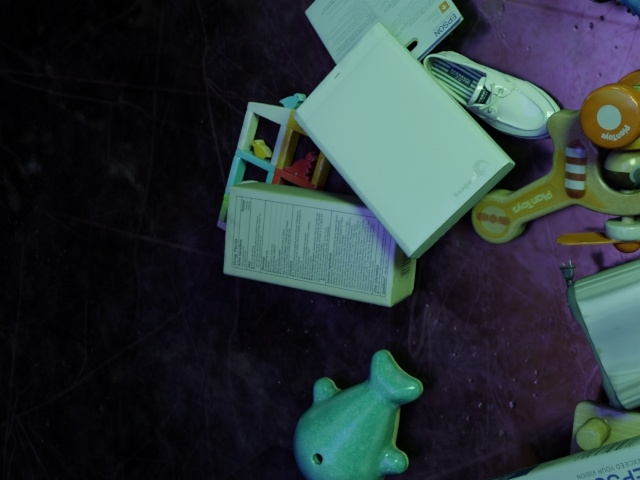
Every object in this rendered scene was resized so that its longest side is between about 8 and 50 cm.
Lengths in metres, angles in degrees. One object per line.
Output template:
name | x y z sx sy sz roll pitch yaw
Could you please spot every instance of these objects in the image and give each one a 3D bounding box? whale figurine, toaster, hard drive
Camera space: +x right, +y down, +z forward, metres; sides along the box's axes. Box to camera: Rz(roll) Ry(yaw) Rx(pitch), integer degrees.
whale figurine | 0.056 0.315 1.416 0.216 0.141 0.272 44 117 22
toaster | 0.438 0.110 1.140 0.146 0.129 0.227 -26 80 30
hard drive | 0.116 -0.153 1.266 0.203 0.040 0.307 -46 67 18

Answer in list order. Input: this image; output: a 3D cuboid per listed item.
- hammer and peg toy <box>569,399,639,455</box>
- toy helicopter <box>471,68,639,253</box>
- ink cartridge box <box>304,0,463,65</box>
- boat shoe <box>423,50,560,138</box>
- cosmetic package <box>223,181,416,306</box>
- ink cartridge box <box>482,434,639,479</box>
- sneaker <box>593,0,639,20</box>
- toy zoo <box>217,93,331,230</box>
hammer and peg toy | 0.509 0.382 1.125 0.361 0.127 0.265 11 102 33
toy helicopter | 0.368 -0.067 1.185 0.355 0.140 0.235 -29 89 44
ink cartridge box | 0.104 -0.356 1.339 0.223 0.045 0.224 -40 67 31
boat shoe | 0.248 -0.214 1.253 0.226 0.076 0.083 31 113 27
cosmetic package | 0.000 0.000 1.403 0.310 0.113 0.160 11 103 24
ink cartridge box | 0.374 0.446 1.095 0.324 0.071 0.330 -35 73 43
sneaker | 0.414 -0.349 1.108 0.147 0.130 0.330 -35 69 40
toy zoo | -0.076 -0.123 1.514 0.192 0.030 0.293 28 111 28
